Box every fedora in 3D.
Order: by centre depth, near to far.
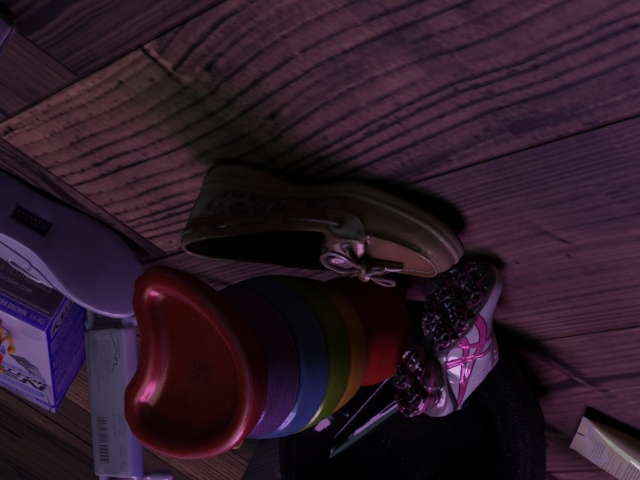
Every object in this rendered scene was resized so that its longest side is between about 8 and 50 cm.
[{"bbox_3d":[0.119,0.219,1.828,0.334,0.334,0.152,9,-172,35],"label":"fedora"}]

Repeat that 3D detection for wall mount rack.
[{"bbox_3d":[-0.172,0.186,2.009,0.130,0.350,0.304,-3,177,-32],"label":"wall mount rack"}]

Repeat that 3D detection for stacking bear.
[{"bbox_3d":[-0.025,0.102,1.651,0.164,0.175,0.289,19,-160,38],"label":"stacking bear"}]

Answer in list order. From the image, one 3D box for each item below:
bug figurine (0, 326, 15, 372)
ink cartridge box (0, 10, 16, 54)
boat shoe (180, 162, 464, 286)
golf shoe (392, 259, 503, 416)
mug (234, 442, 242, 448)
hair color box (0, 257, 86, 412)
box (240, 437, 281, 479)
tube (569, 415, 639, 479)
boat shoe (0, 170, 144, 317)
[{"bbox_3d":[-0.490,0.068,2.045,0.216,0.072,0.279,22,159,28],"label":"bug figurine"},{"bbox_3d":[-0.459,-0.205,1.628,0.211,0.121,0.289,41,154,-29],"label":"ink cartridge box"},{"bbox_3d":[0.000,0.000,1.616,0.285,0.089,0.104,10,152,33],"label":"boat shoe"},{"bbox_3d":[0.138,0.092,1.652,0.086,0.067,0.186,2,130,-29],"label":"golf shoe"},{"bbox_3d":[-0.108,0.225,2.235,0.064,0.078,0.062,25,-166,-18],"label":"mug"},{"bbox_3d":[-0.408,0.096,2.232,0.185,0.110,0.339,26,155,5],"label":"hair color box"},{"bbox_3d":[-0.006,0.352,2.329,0.181,0.119,0.182,31,157,-11],"label":"box"},{"bbox_3d":[0.378,0.257,1.812,0.240,0.062,0.070,26,114,13],"label":"tube"},{"bbox_3d":[-0.310,0.003,1.971,0.258,0.095,0.084,38,161,0],"label":"boat shoe"}]
